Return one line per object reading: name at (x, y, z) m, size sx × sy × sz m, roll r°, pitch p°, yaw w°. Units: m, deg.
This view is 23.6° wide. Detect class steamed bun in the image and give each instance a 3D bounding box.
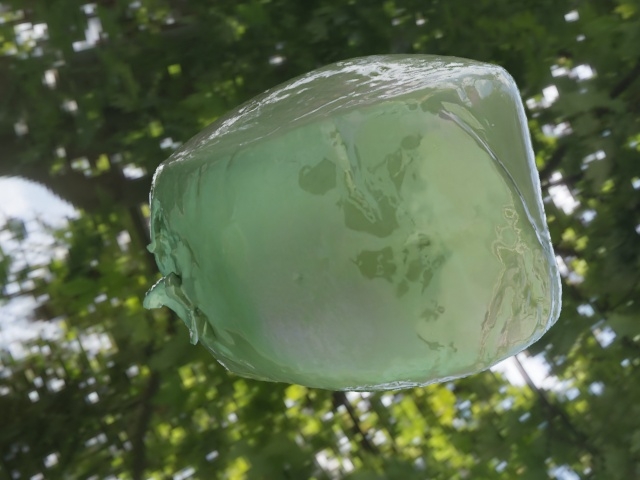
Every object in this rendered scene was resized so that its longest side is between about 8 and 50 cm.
steamed bun at (0.000, 0.000, 0.776) m, size 0.238 × 0.152 × 0.170 m, roll -6°, pitch -79°, yaw 59°
